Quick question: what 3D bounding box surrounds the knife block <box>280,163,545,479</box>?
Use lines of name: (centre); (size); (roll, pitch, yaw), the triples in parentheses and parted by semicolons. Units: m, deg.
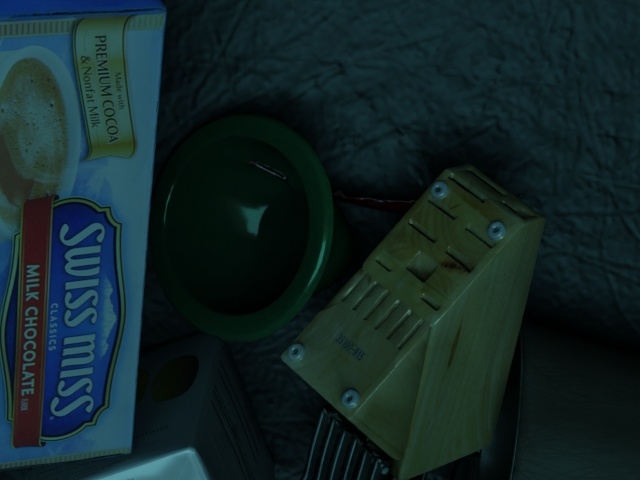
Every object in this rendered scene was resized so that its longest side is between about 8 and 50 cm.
knife block: (0.090, 0.109, 1.462); (0.275, 0.088, 0.242); (-49, 142, -2)

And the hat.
hat: (0.000, 0.000, 1.495); (0.208, 0.183, 0.173); (27, 102, 37)

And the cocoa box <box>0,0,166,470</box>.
cocoa box: (-0.248, -0.041, 1.281); (0.228, 0.231, 0.347); (-5, 122, -20)

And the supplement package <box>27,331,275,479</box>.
supplement package: (-0.123, 0.182, 1.438); (0.139, 0.244, 0.134); (-18, 106, 7)

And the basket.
basket: (0.246, 0.170, 1.477); (0.227, 0.154, 0.204); (7, 102, -4)
